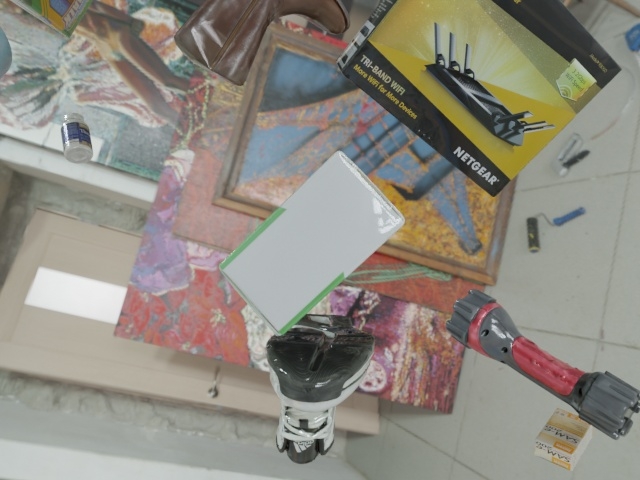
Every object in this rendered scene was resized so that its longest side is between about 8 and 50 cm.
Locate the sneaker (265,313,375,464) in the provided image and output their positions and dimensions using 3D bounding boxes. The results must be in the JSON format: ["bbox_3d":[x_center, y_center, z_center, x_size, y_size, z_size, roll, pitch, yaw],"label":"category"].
[{"bbox_3d":[-0.001,0.277,0.896,0.447,0.169,0.258,27,-115,-88],"label":"sneaker"}]

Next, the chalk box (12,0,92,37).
[{"bbox_3d":[-0.463,-0.468,0.850,0.179,0.180,0.289,-58,11,0],"label":"chalk box"}]

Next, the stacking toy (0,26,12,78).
[{"bbox_3d":[-0.380,-0.223,0.365,0.279,0.309,0.130,-34,38,54],"label":"stacking toy"}]

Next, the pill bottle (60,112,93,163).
[{"bbox_3d":[-0.607,-0.257,1.309,0.067,0.067,0.120,-51,51,47],"label":"pill bottle"}]

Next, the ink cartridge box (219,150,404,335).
[{"bbox_3d":[0.000,0.000,0.762,0.211,0.121,0.289,-44,-2,5],"label":"ink cartridge box"}]

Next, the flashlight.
[{"bbox_3d":[0.353,0.189,0.857,0.304,0.103,0.103,31,108,43],"label":"flashlight"}]

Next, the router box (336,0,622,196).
[{"bbox_3d":[0.216,-0.244,0.733,0.243,0.309,0.081,-49,22,20],"label":"router box"}]

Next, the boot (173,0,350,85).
[{"bbox_3d":[-0.039,-0.150,0.384,0.037,0.106,0.114,-14,49,59],"label":"boot"}]

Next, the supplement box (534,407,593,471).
[{"bbox_3d":[0.408,0.331,0.882,0.062,0.098,0.036,12,118,41],"label":"supplement box"}]
